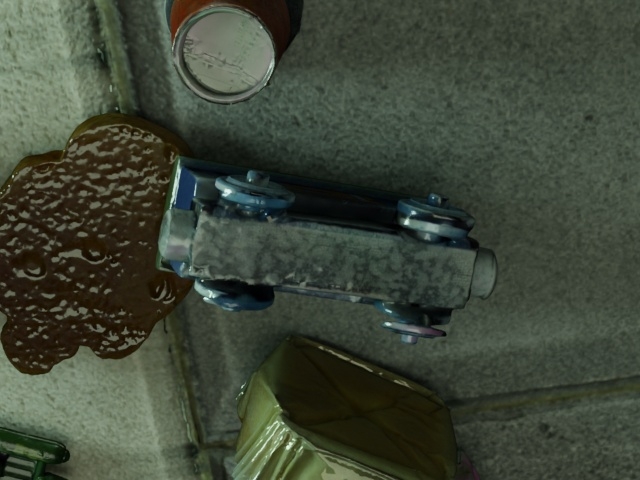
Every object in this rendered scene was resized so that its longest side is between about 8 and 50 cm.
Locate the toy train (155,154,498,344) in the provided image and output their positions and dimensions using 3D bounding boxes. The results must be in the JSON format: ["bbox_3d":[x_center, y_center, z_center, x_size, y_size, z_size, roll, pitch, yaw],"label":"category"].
[{"bbox_3d":[0.000,0.000,1.238,0.300,0.202,0.131,10,98,-15],"label":"toy train"}]

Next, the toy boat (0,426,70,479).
[{"bbox_3d":[-0.361,0.231,1.435,0.210,0.052,0.104,16,117,-10],"label":"toy boat"}]

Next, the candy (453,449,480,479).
[{"bbox_3d":[0.056,0.331,1.466,0.265,0.116,0.155,-15,118,7],"label":"candy"}]

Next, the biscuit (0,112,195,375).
[{"bbox_3d":[-0.222,0.009,1.336,0.208,0.041,0.290,27,109,-17],"label":"biscuit"}]

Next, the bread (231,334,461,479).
[{"bbox_3d":[0.019,0.202,1.356,0.210,0.192,0.110,21,115,-12],"label":"bread"}]

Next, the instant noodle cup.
[{"bbox_3d":[-0.079,-0.179,1.199,0.127,0.135,0.127,0,116,-1],"label":"instant noodle cup"}]
